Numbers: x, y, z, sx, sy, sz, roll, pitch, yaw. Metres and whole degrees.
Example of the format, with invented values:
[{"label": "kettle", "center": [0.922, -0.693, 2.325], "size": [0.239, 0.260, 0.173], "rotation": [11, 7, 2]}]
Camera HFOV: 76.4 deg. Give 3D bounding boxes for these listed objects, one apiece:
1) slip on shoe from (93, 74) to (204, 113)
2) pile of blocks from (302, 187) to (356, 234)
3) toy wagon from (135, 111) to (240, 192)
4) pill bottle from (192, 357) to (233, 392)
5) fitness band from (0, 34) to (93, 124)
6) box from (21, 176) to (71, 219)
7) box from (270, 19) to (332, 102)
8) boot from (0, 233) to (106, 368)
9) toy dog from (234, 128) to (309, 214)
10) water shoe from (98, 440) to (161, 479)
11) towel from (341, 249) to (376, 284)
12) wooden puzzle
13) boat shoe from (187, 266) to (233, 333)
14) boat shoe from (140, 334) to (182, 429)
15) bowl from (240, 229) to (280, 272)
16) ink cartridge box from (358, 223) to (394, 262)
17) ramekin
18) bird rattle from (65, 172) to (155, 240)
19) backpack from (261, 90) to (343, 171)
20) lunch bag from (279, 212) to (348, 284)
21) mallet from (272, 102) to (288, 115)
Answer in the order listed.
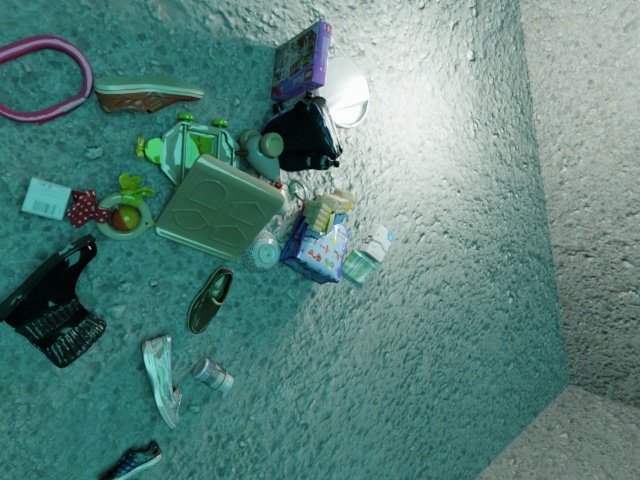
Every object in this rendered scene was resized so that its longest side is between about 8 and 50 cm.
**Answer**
[{"label": "slip on shoe", "center": [-0.537, -0.463, 1.301], "size": [0.331, 0.123, 0.101], "rotation": [-17, 135, -35]}, {"label": "pile of blocks", "center": [0.015, -0.119, 1.615], "size": [0.362, 0.113, 0.149], "rotation": [-26, 134, -57]}, {"label": "toy wagon", "center": [-0.446, -0.293, 1.386], "size": [0.344, 0.068, 0.267], "rotation": [2, 93, -31]}, {"label": "pill bottle", "center": [-0.389, 0.495, 1.484], "size": [0.137, 0.078, 0.078], "rotation": [44, 72, -27]}, {"label": "fitness band", "center": [-0.803, -0.458, 1.162], "size": [0.291, 0.054, 0.209], "rotation": [-38, 110, -24]}, {"label": "box", "center": [-0.789, -0.119, 1.176], "size": [0.101, 0.087, 0.102], "rotation": [18, 84, -32]}, {"label": "box", "center": [-0.076, -0.625, 1.451], "size": [0.057, 0.293, 0.200], "rotation": [7, 91, -35]}, {"label": "boot", "center": [-0.731, 0.177, 1.209], "size": [0.348, 0.131, 0.260], "rotation": [-46, 109, -8]}, {"label": "toy dog", "center": [-0.208, -0.234, 1.449], "size": [0.161, 0.220, 0.333], "rotation": [-34, 104, -35]}, {"label": "water shoe", "center": [-0.644, 0.747, 1.366], "size": [0.203, 0.073, 0.080], "rotation": [-14, 80, -34]}, {"label": "towel", "center": [0.168, 0.122, 1.811], "size": [0.152, 0.023, 0.113], "rotation": [36, 93, -29]}, {"label": "wooden puzzle", "center": [-0.343, -0.105, 1.387], "size": [0.322, 0.080, 0.348], "rotation": [24, 122, -32]}, {"label": "boat shoe", "center": [-0.391, 0.215, 1.447], "size": [0.095, 0.095, 0.257], "rotation": [28, 80, -30]}, {"label": "boat shoe", "center": [-0.523, 0.483, 1.381], "size": [0.103, 0.118, 0.320], "rotation": [-16, 96, -25]}, {"label": "bowl", "center": [-0.213, 0.047, 1.553], "size": [0.170, 0.080, 0.170], "rotation": [-3, 96, -33]}, {"label": "ink cartridge box", "center": [0.249, 0.029, 1.848], "size": [0.104, 0.060, 0.180], "rotation": [36, 76, -29]}, {"label": "ramekin", "center": [0.058, -0.575, 1.625], "size": [0.273, 0.127, 0.272], "rotation": [-1, 92, -38]}, {"label": "bird rattle", "center": [-0.629, -0.087, 1.262], "size": [0.253, 0.143, 0.207], "rotation": [-34, 127, -22]}, {"label": "backpack", "center": [-0.070, -0.384, 1.498], "size": [0.276, 0.263, 0.213], "rotation": [70, 24, -18]}, {"label": "lunch bag", "center": [0.000, 0.000, 1.663], "size": [0.221, 0.138, 0.293], "rotation": [33, 64, -28]}, {"label": "mallet", "center": [-0.100, -0.511, 1.602], "size": [0.190, 0.039, 0.062], "rotation": [-14, 101, -34]}]
